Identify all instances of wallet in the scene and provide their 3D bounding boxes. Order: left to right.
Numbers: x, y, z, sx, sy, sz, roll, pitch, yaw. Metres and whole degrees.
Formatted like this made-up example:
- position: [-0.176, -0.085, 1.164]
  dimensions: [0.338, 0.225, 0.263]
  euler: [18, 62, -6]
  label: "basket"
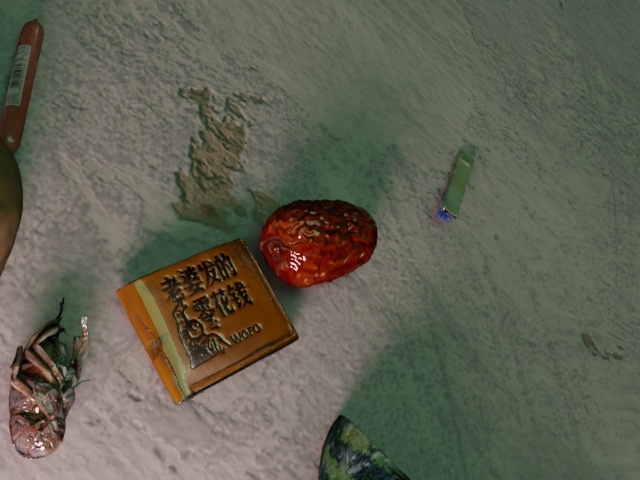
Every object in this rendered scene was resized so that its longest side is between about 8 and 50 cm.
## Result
- position: [-0.134, 0.089, 1.155]
  dimensions: [0.195, 0.042, 0.161]
  euler: [-23, 77, -41]
  label: "wallet"

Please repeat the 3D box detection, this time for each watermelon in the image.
- position: [0.060, 0.316, 1.148]
  dimensions: [0.202, 0.136, 0.207]
  euler: [58, 2, -43]
  label: "watermelon"

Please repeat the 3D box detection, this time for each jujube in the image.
- position: [0.000, 0.000, 1.266]
  dimensions: [0.176, 0.109, 0.112]
  euler: [-11, 105, -47]
  label: "jujube"

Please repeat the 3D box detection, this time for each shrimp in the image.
- position: [-0.288, 0.140, 1.004]
  dimensions: [0.073, 0.074, 0.190]
  euler: [-2, 47, 1]
  label: "shrimp"

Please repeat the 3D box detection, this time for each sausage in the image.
- position: [-0.372, -0.194, 1.178]
  dimensions: [0.029, 0.029, 0.223]
  euler: [17, 54, -25]
  label: "sausage"

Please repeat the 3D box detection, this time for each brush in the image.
- position: [0.215, -0.085, 1.515]
  dimensions: [0.033, 0.030, 0.178]
  euler: [32, 38, -5]
  label: "brush"

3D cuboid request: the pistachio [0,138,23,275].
- position: [-0.393, -0.019, 0.982]
  dimensions: [0.260, 0.163, 0.212]
  euler: [-45, 132, -61]
  label: "pistachio"
